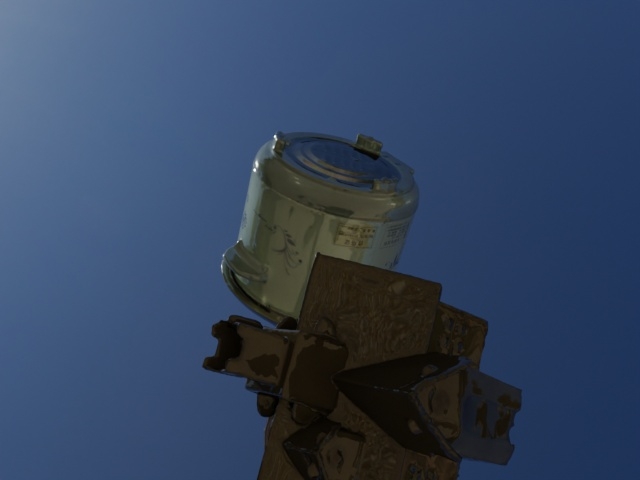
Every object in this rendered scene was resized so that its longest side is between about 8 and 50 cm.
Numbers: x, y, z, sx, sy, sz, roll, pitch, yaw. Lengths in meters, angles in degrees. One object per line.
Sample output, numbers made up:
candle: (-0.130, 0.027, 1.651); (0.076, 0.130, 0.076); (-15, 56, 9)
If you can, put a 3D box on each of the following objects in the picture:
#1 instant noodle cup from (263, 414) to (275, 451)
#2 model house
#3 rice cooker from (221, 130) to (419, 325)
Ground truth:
instant noodle cup: (0.028, 0.314, 1.028); (0.182, 0.302, 0.258); (-1, -116, -41)
model house: (0.026, 0.122, 0.572); (0.204, 0.243, 0.211); (-5, -114, 53)
rice cooker: (0.000, 0.000, 0.982); (0.317, 0.316, 0.264); (-43, -131, -9)
